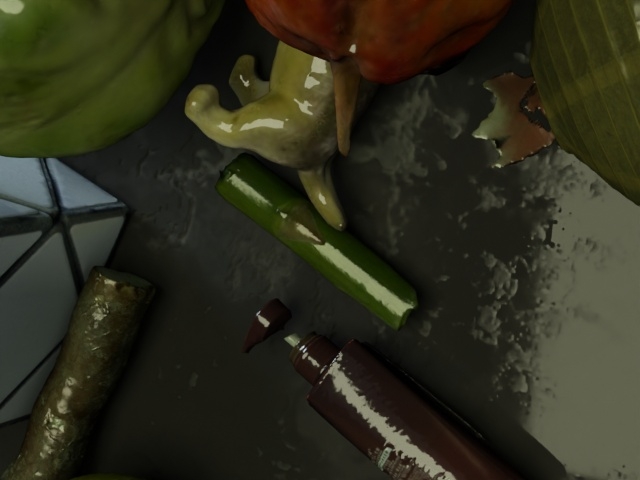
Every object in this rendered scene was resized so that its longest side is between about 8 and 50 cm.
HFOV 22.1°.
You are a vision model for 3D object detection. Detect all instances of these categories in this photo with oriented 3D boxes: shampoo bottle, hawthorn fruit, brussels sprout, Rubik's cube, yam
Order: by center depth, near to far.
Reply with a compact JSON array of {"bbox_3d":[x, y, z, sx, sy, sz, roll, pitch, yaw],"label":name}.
[{"bbox_3d":[0.035,-0.181,0.938,0.210,0.210,0.262,-5,69,26],"label":"hawthorn fruit"},{"bbox_3d":[-0.211,-0.200,1.121,0.328,0.247,0.328,3,71,-10],"label":"brussels sprout"},{"bbox_3d":[0.045,0.125,1.170,0.236,0.067,0.068,40,100,17],"label":"shampoo bottle"},{"bbox_3d":[-0.306,0.018,1.247,0.205,0.207,0.205,32,107,21],"label":"Rubik's cube"},{"bbox_3d":[-0.197,0.131,1.287,0.061,0.061,0.253,32,109,19],"label":"yam"}]

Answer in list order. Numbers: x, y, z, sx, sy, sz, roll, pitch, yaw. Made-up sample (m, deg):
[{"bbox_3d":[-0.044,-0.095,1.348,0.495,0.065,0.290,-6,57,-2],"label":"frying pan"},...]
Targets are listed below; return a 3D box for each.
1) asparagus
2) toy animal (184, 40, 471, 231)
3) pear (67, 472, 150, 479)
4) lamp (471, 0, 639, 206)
[{"bbox_3d":[0.000,0.000,1.191,0.178,0.045,0.041,39,65,13],"label":"asparagus"},{"bbox_3d":[0.013,-0.143,1.134,0.168,0.121,0.233,38,113,6],"label":"toy animal"},{"bbox_3d":[-0.180,0.267,1.234,0.216,0.166,0.180,-8,103,26],"label":"pear"},{"bbox_3d":[0.221,-0.114,0.958,0.284,0.250,0.250,-24,84,17],"label":"lamp"}]
